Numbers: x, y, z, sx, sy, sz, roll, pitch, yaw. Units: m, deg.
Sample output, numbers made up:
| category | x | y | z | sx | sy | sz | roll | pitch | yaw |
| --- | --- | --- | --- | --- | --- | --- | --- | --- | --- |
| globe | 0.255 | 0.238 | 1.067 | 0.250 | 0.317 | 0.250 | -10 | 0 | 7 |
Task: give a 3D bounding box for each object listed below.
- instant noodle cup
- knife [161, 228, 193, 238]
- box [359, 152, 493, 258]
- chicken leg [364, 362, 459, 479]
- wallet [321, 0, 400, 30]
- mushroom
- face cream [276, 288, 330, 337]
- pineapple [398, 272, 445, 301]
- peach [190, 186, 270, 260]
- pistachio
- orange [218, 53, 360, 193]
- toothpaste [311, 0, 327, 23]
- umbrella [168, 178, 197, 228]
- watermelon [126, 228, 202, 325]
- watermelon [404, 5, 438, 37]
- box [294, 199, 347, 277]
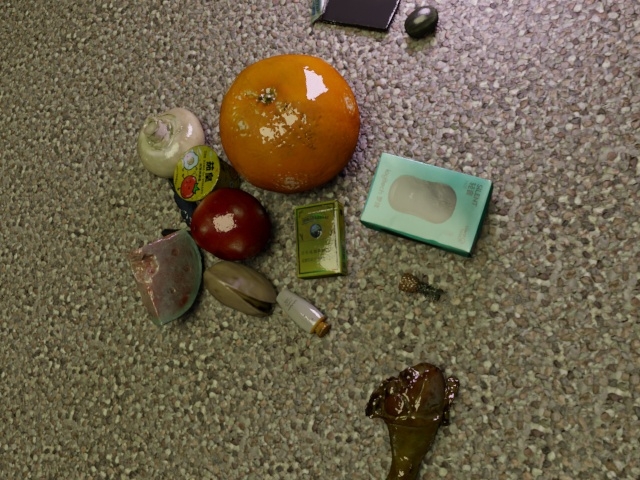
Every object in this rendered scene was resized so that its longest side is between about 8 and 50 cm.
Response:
| category | x | y | z | sx | sy | sz | roll | pitch | yaw |
| --- | --- | --- | --- | --- | --- | --- | --- | --- | --- |
| instant noodle cup | -0.356 | -0.197 | 1.846 | 0.182 | 0.144 | 0.182 | -6 | 77 | 25 |
| knife | -0.432 | -0.015 | 1.886 | 0.231 | 0.060 | 0.028 | 0 | 47 | 37 |
| box | 0.282 | -0.095 | 1.539 | 0.312 | 0.118 | 0.205 | 18 | 88 | 13 |
| chicken leg | 0.208 | 0.481 | 1.468 | 0.212 | 0.140 | 0.360 | 22 | 84 | 17 |
| wallet | 0.127 | -0.732 | 1.816 | 0.244 | 0.025 | 0.124 | 20 | 86 | 28 |
| mushroom | -0.507 | -0.335 | 1.912 | 0.246 | 0.202 | 0.246 | -9 | 64 | 19 |
| face cream | -0.051 | 0.212 | 1.683 | 0.182 | 0.051 | 0.072 | 38 | 91 | 24 |
| pineapple | 0.277 | 0.129 | 1.568 | 0.125 | 0.058 | 0.058 | 19 | 87 | 11 |
| peach | -0.269 | -0.045 | 1.733 | 0.244 | 0.199 | 0.243 | 4 | 47 | -4 |
| pistachio | -0.241 | 0.145 | 1.733 | 0.238 | 0.153 | 0.137 | 27 | 101 | -5 |
| orange | -0.100 | -0.342 | 1.667 | 0.424 | 0.326 | 0.423 | -4 | 79 | 21 |
| toothpaste | 0.008 | -0.844 | 1.879 | 0.069 | 0.047 | 0.268 | 2 | 81 | 31 |
| umbrella | -0.456 | -0.125 | 1.924 | 0.071 | 0.071 | 0.248 | -45 | 62 | 9 |
| watermelon | -0.510 | 0.114 | 1.820 | 0.148 | 0.226 | 0.318 | -16 | 59 | 47 |
| watermelon | 0.296 | -0.646 | 1.700 | 0.111 | 0.078 | 0.078 | -29 | 70 | 16 |
| box | 0.000 | 0.000 | 1.699 | 0.141 | 0.064 | 0.219 | -7 | 75 | 22 |
